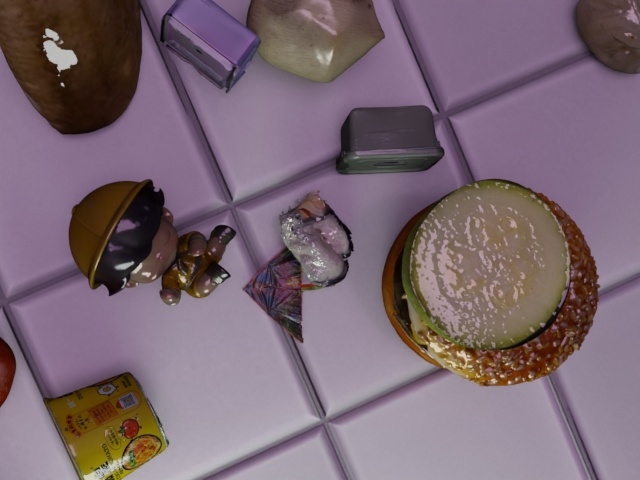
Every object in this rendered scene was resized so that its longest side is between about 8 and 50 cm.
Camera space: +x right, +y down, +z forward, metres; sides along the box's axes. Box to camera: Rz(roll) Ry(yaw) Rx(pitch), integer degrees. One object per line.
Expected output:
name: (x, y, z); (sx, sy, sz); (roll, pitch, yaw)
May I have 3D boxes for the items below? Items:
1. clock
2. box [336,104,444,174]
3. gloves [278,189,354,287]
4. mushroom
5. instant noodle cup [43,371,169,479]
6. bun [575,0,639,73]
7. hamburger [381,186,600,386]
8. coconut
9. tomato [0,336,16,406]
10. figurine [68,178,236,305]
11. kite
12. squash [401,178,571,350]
clock: (-0.175, -0.312, 1.614); (0.145, 0.193, 0.073); (37, 83, -8)
box: (0.111, -0.169, 1.703); (0.172, 0.124, 0.092); (-3, 81, -10)
gloves: (-0.003, 0.001, 1.703); (0.114, 0.070, 0.153); (-39, 102, -41)
mushroom: (-0.384, -0.360, 1.541); (0.224, 0.313, 0.397); (-13, 98, -5)
instant noodle cup: (-0.333, 0.297, 1.613); (0.144, 0.182, 0.182); (-27, 95, -17)
bun: (0.548, -0.380, 1.762); (0.178, 0.128, 0.193); (-33, 98, -8)
hamburger: (0.275, 0.071, 1.660); (0.330, 0.250, 0.329); (0, 92, -9)
coconut: (-0.003, -0.359, 1.640); (0.224, 0.224, 0.224); (0, 91, -9)
tomato: (-0.568, 0.207, 1.582); (0.187, 0.151, 0.187); (1, 86, -7)
figurine: (-0.275, 0.011, 1.621); (0.257, 0.167, 0.192); (30, 72, -30)
kite: (-0.053, 0.079, 1.730); (0.159, 0.010, 0.189); (1, 91, -10)
squash: (0.249, 0.038, 1.510); (0.252, 0.049, 0.252); (1, 87, -11)
